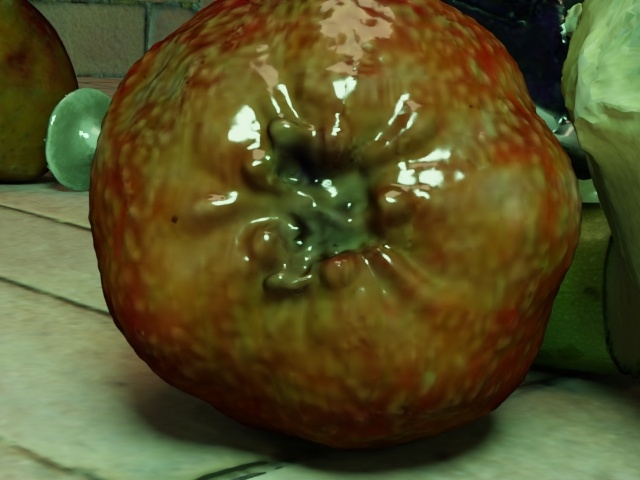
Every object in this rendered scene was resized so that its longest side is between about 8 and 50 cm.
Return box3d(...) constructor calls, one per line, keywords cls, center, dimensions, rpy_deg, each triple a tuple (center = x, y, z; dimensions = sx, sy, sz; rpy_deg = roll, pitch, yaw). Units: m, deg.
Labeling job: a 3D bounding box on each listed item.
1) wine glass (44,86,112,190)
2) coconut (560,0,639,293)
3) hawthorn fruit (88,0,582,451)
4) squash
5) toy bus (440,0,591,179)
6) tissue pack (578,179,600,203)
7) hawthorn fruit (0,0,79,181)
box3d(cls="wine glass", center=(-0.147, -0.063, 1.057), dimensions=(0.309, 0.096, 0.264), rpy_deg=(12, 11, 35))
box3d(cls="coconut", center=(0.273, -0.068, 0.522), dimensions=(0.360, 0.346, 0.346), rpy_deg=(4, 9, -18))
box3d(cls="hawthorn fruit", center=(0.008, -0.013, 0.572), dimensions=(0.205, 0.205, 0.253), rpy_deg=(5, 3, 5))
box3d(cls="squash", center=(0.083, 0.020, 0.709), dimensions=(0.188, 0.095, 0.095), rpy_deg=(3, 8, 31))
box3d(cls="toy bus", center=(0.087, -0.231, 0.813), dimensions=(0.209, 0.440, 0.249), rpy_deg=(19, -23, -8))
box3d(cls="tissue pack", center=(0.178, -0.159, 1.167), dimensions=(0.228, 0.293, 0.382), rpy_deg=(3, 9, 5))
box3d(cls="hawthorn fruit", center=(-0.321, -0.147, 1.247), dimensions=(0.248, 0.208, 0.208), rpy_deg=(26, -5, -35))
